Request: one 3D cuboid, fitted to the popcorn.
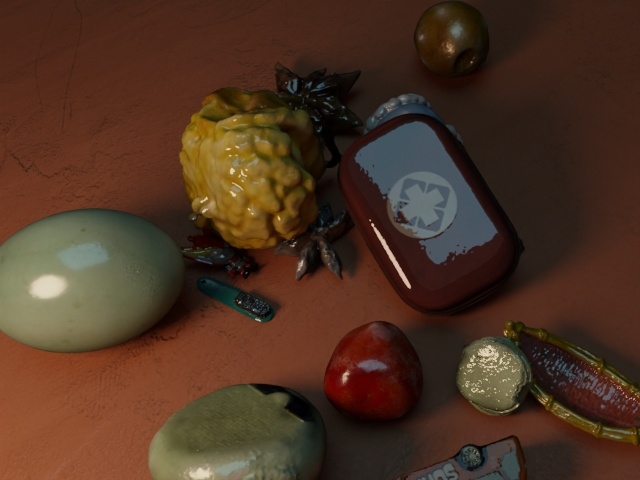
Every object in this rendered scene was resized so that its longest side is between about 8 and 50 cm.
[{"bbox_3d":[-0.113,-0.149,1.455,0.381,0.349,0.349,-14,48,-33],"label":"popcorn"}]

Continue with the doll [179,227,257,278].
[{"bbox_3d":[-0.215,0.032,1.497,0.169,0.057,0.109,31,43,14],"label":"doll"}]

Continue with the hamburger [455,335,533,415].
[{"bbox_3d":[0.298,0.235,1.217,0.133,0.140,0.062,42,25,30],"label":"hamburger"}]

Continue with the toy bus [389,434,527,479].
[{"bbox_3d":[0.137,0.419,1.126,0.408,0.093,0.092,-19,60,-4],"label":"toy bus"}]

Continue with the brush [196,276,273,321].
[{"bbox_3d":[-0.180,0.113,1.442,0.193,0.032,0.043,25,61,23],"label":"brush"}]

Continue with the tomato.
[{"bbox_3d":[0.090,0.227,1.243,0.187,0.151,0.187,-8,50,9],"label":"tomato"}]

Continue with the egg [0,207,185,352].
[{"bbox_3d":[-0.455,0.077,1.358,0.388,0.276,0.276,-7,52,0],"label":"egg"}]

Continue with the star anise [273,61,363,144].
[{"bbox_3d":[-0.058,-0.330,1.711,0.349,0.109,0.292,11,51,18],"label":"star anise"}]

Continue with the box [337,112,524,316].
[{"bbox_3d":[0.204,-0.056,1.374,0.263,0.108,0.404,-31,75,4],"label":"box"}]

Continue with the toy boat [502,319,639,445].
[{"bbox_3d":[0.449,0.249,1.203,0.318,0.099,0.141,34,68,26],"label":"toy boat"}]

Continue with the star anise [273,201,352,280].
[{"bbox_3d":[-0.015,-0.004,1.485,0.171,0.063,0.208,7,55,18],"label":"star anise"}]

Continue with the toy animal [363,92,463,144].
[{"bbox_3d":[0.207,-0.216,1.555,0.208,0.156,0.204,-27,50,-7],"label":"toy animal"}]

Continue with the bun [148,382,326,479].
[{"bbox_3d":[-0.125,0.367,1.142,0.293,0.187,0.293,-10,13,2],"label":"bun"}]

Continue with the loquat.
[{"bbox_3d":[0.324,-0.503,1.742,0.179,0.179,0.227,-14,44,-2],"label":"loquat"}]
